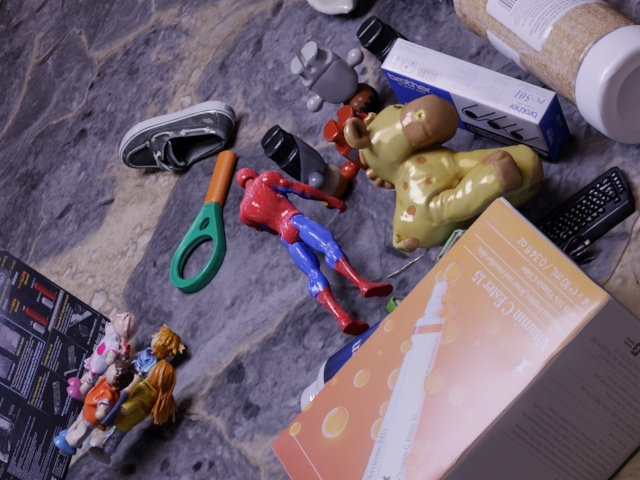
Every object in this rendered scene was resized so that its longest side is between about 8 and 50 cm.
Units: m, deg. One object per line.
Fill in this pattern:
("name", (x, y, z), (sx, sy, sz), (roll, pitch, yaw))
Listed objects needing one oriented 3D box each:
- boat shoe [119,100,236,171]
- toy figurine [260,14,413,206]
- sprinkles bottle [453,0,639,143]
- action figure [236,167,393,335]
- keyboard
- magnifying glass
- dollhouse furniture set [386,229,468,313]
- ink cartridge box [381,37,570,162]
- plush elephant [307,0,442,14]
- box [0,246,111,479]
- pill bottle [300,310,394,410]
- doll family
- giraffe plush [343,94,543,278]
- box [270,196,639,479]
("boat shoe", (-0.225, -0.145, 2.186), (0.219, 0.078, 0.070), (-20, 44, 34))
("toy figurine", (0.050, -0.157, 1.841), (0.209, 0.148, 0.213), (-14, 51, 49))
("sprinkles bottle", (0.280, -0.233, 1.659), (0.121, 0.121, 0.355), (-47, 35, 6))
("action figure", (0.000, 0.000, 1.792), (0.280, 0.139, 0.091), (46, 115, 32))
("keyboard", (0.251, -0.004, 1.561), (0.192, 0.038, 0.100), (-39, 37, 18))
("magnifying glass", (-0.158, -0.028, 2.057), (0.092, 0.026, 0.231), (-16, 50, 40))
("dollhouse furniture set", (0.137, 0.038, 1.599), (0.152, 0.076, 0.059), (-59, 35, 24))
("ink cartridge box", (0.177, -0.161, 1.660), (0.207, 0.097, 0.046), (24, 76, 28))
("plush elephant", (0.049, -0.463, 2.034), (0.272, 0.330, 0.255), (-42, 11, -9))
("box", (-0.430, 0.191, 1.975), (0.076, 0.242, 0.308), (-16, 49, 40))
("pill bottle", (0.056, 0.152, 1.581), (0.169, 0.094, 0.094), (-39, 35, 37))
("doll family", (-0.248, 0.191, 1.908), (0.163, 0.118, 0.263), (-51, 16, 12))
("giraffe plush", (0.120, -0.084, 1.604), (0.210, 0.181, 0.170), (-31, 78, 4))
("box", (0.152, 0.168, 1.404), (0.345, 0.168, 0.215), (-48, 35, 5))
